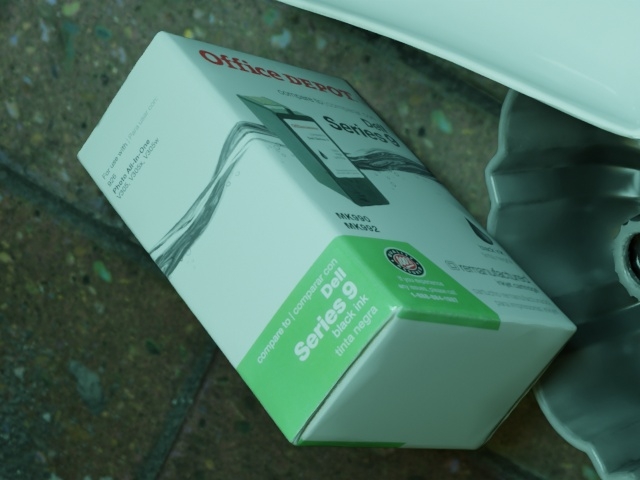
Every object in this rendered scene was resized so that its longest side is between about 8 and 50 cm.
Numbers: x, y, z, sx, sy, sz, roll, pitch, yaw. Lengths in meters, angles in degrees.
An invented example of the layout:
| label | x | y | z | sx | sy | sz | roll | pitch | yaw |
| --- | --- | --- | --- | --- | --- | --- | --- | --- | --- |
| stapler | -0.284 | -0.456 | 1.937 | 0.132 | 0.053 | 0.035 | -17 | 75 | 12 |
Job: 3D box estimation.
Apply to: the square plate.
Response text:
| label | x | y | z | sx | sy | sz | roll | pitch | yaw |
| --- | --- | --- | --- | --- | --- | --- | --- | --- | --- |
| square plate | 0.149 | -0.247 | 1.003 | 0.347 | 0.049 | 0.344 | 26 | 78 | 34 |

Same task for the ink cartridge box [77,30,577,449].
| label | x | y | z | sx | sy | sz | roll | pitch | yaw |
| --- | --- | --- | --- | --- | --- | --- | --- | --- | --- |
| ink cartridge box | 0.000 | 0.000 | 1.090 | 0.289 | 0.211 | 0.121 | 50 | 115 | 32 |

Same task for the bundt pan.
| label | x | y | z | sx | sy | sz | roll | pitch | yaw |
| --- | --- | --- | --- | --- | --- | --- | --- | --- | --- |
| bundt pan | 0.253 | 0.005 | 1.042 | 0.331 | 0.124 | 0.331 | 24 | 119 | 55 |
